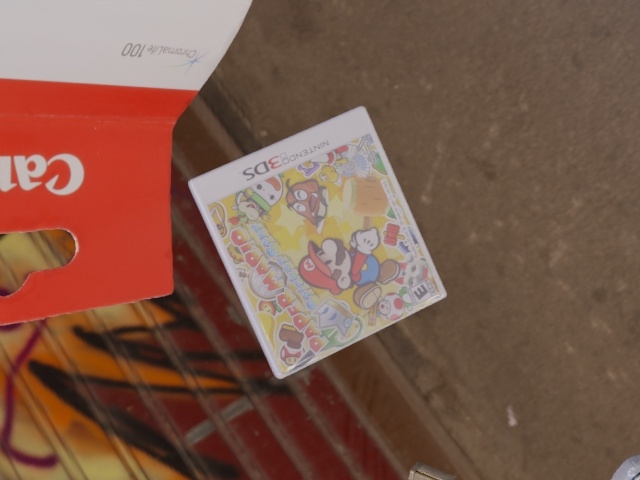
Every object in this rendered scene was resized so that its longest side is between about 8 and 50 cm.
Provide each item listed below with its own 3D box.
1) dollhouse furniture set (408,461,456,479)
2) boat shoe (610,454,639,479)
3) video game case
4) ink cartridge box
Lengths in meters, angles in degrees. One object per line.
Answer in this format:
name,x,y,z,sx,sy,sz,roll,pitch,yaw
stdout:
dollhouse furniture set,0.174,0.400,1.226,0.182,0.101,0.161,17,110,21
boat shoe,0.435,0.473,1.394,0.119,0.121,0.335,-120,36,-62
video game case,0.000,0.000,1.026,0.227,0.206,0.026,66,167,-5
ink cartridge box,-0.161,-0.131,0.572,0.091,0.308,0.385,9,100,35
